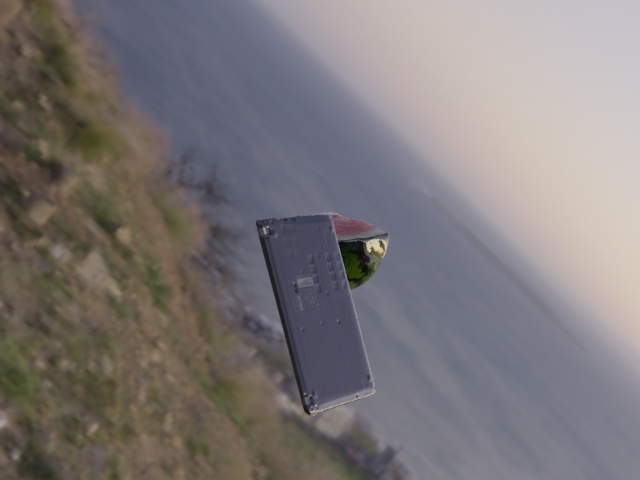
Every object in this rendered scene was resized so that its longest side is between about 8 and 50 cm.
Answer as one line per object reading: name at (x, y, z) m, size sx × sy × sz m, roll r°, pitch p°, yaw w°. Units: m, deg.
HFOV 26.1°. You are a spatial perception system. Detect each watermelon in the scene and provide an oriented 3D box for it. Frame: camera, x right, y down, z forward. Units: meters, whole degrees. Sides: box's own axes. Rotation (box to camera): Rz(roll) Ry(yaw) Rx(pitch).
watermelon at (0.000, 0.000, 1.597) m, size 0.135 × 0.125 × 0.094 m, roll 20°, pitch 53°, yaw -22°

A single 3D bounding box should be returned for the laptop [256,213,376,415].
laptop at (-0.002, 0.064, 1.265) m, size 0.129 × 0.016 × 0.180 m, roll -7°, pitch 82°, yaw -59°
